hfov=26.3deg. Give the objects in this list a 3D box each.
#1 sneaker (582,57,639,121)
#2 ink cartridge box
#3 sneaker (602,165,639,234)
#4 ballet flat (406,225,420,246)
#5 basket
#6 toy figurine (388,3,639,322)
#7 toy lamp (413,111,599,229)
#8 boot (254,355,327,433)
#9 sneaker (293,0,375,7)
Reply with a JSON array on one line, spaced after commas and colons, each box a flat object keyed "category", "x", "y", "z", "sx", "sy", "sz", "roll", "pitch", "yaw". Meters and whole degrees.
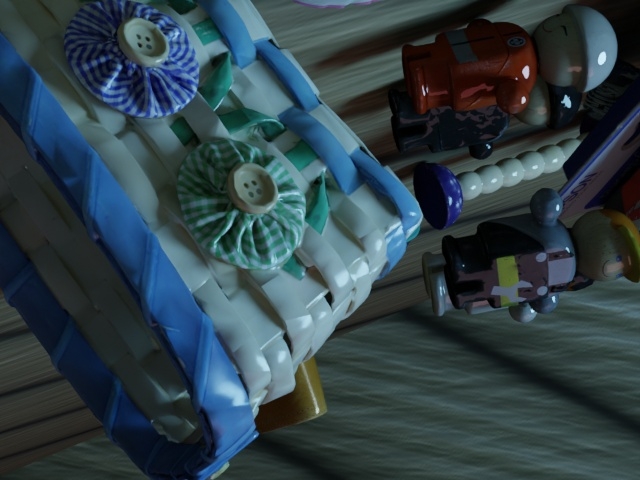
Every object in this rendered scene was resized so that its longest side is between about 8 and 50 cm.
[{"category": "sneaker", "x": 0.261, "y": -0.130, "z": 1.215, "sx": 0.058, "sy": 0.052, "sz": 0.135, "roll": -61, "pitch": 161, "yaw": 8}, {"category": "ink cartridge box", "x": 0.339, "y": -0.144, "z": 1.147, "sx": 0.307, "sy": 0.072, "sz": 0.303, "roll": -12, "pitch": 153, "yaw": -33}, {"category": "sneaker", "x": 0.324, "y": -0.031, "z": 1.088, "sx": 0.090, "sy": 0.145, "sz": 0.270, "roll": -21, "pitch": 157, "yaw": -20}, {"category": "ballet flat", "x": 0.000, "y": 0.000, "z": 1.325, "sx": 0.096, "sy": 0.095, "sz": 0.280, "roll": -13, "pitch": 176, "yaw": 30}, {"category": "basket", "x": -0.125, "y": 0.008, "z": 0.597, "sx": 0.289, "sy": 0.255, "sz": 0.201, "roll": -39, "pitch": 178, "yaw": -19}, {"category": "toy figurine", "x": 0.141, "y": -0.049, "z": 0.975, "sx": 0.148, "sy": 0.209, "sz": 0.213, "roll": -11, "pitch": 172, "yaw": -3}, {"category": "toy lamp", "x": 0.233, "y": -0.081, "z": 1.426, "sx": 0.275, "sy": 0.080, "sz": 0.080, "roll": -19, "pitch": 170, "yaw": -19}, {"category": "boot", "x": -0.039, "y": 0.032, "z": 1.022, "sx": 0.104, "sy": 0.211, "sz": 0.295, "roll": -19, "pitch": 170, "yaw": -21}, {"category": "sneaker", "x": 0.050, "y": -0.169, "z": 0.573, "sx": 0.178, "sy": 0.072, "sz": 0.077, "roll": -31, "pitch": 158, "yaw": 5}]
